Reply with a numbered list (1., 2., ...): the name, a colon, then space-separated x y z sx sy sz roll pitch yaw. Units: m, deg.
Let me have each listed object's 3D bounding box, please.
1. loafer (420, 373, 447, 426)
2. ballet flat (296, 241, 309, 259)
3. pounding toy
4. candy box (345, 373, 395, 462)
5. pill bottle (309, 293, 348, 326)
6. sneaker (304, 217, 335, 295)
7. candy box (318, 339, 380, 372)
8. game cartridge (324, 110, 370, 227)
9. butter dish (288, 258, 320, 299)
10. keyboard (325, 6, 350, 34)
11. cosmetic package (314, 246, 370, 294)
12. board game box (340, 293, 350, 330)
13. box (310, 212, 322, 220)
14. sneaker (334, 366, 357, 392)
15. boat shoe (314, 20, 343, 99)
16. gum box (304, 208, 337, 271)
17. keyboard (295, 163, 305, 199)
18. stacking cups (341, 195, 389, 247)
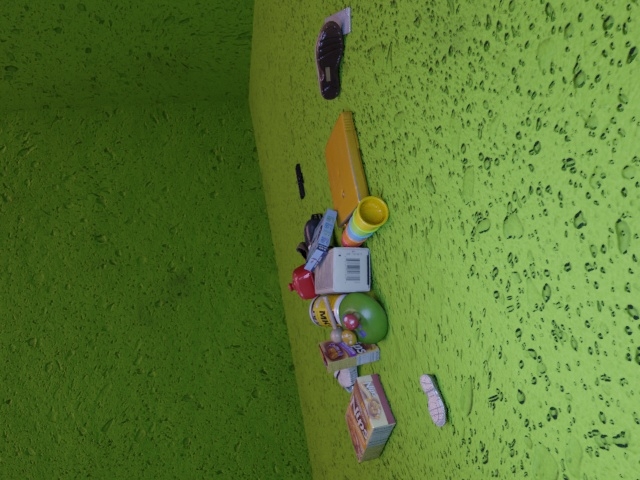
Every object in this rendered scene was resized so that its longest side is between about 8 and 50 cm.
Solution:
1. loafer: 0.288 0.392 1.086 0.045 0.039 0.125 -35 61 37
2. ballet flat: -0.067 0.068 2.061 0.250 0.058 0.084 -127 31 -63
3. pounding toy: 0.091 0.272 1.409 0.236 0.110 0.183 -9 104 43
4. candy box: 0.170 0.640 1.568 0.317 0.087 0.183 96 161 -44
5. pill bottle: 0.066 0.254 1.588 0.208 0.119 0.119 -12 85 50
6. sneaker: 0.021 0.066 1.797 0.146 0.122 0.331 178 75 -82
7. candy box: 0.098 0.381 1.510 0.109 0.186 0.053 -122 25 -58
8. game cartridge: 0.087 -0.236 1.532 0.285 0.052 0.324 129 134 -71
9. butter dish: -0.072 0.173 1.766 0.160 0.118 0.160 -117 10 -74
10. keyboard: 0.057 -0.721 1.464 0.256 0.014 0.072 -129 29 -65
11. cosmetic package: 0.072 0.116 1.567 0.296 0.129 0.153 152 119 -75
12. board game box: 0.117 0.320 1.702 0.243 0.042 0.165 -116 23 -52
13. box: -0.015 0.002 2.046 0.220 0.051 0.175 108 151 -61
14. sneaker: 0.118 0.525 1.760 0.095 0.090 0.235 57 157 35
15. boat shoe: 0.021 -0.619 1.493 0.095 0.095 0.258 -103 13 -45
16. gum box: 0.000 0.000 1.600 0.157 0.041 0.185 124 164 -55
17. keyboard: -0.109 -0.315 2.320 0.108 0.023 0.180 134 126 -72
18. stacking cups: 0.128 -0.046 1.396 0.316 0.095 0.096 121 139 -74
